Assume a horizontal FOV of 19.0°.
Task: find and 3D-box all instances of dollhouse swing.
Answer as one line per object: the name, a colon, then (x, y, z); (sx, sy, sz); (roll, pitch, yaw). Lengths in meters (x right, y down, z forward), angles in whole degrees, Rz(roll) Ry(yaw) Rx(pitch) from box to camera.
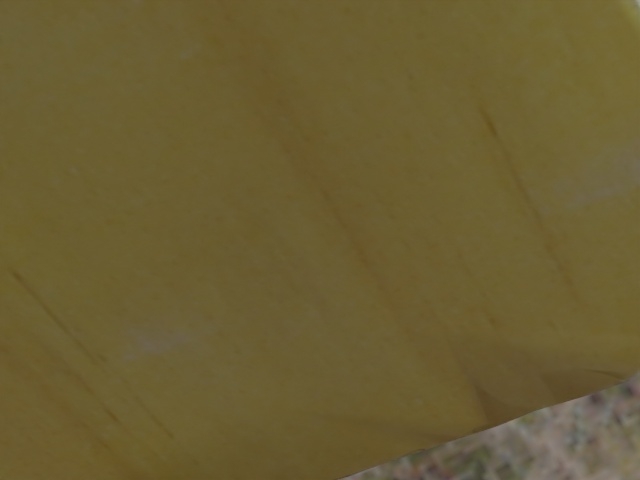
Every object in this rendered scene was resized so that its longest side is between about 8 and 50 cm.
dollhouse swing: (-0.114, -0.124, 0.398); (0.305, 0.346, 0.315); (37, 37, -53)
